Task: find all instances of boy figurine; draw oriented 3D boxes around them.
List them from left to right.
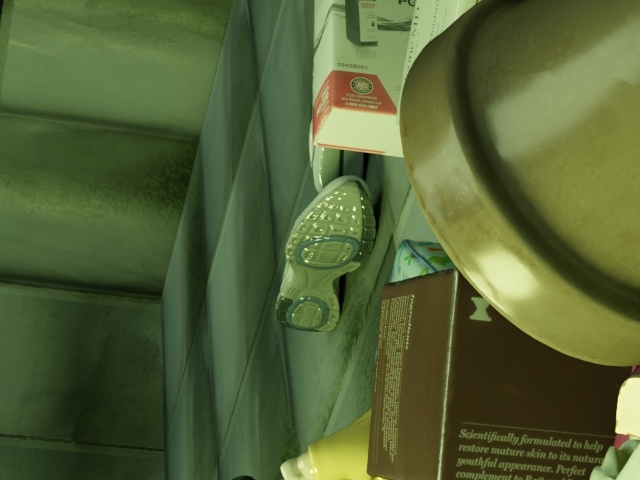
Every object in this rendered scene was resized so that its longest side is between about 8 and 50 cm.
[{"bbox_3d":[0.027,0.187,1.410,0.285,0.177,0.092,-38,73,23],"label":"boy figurine"}]

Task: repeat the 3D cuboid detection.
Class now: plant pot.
[{"bbox_3d":[0.214,-0.086,0.969,0.229,0.263,0.263,-43,39,45],"label":"plant pot"}]

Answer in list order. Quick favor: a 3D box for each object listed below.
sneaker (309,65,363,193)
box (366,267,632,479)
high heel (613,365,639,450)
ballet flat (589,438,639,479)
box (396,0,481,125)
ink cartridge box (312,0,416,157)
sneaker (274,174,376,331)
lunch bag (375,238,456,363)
[{"bbox_3d":[0.021,-0.184,2.125,0.091,0.094,0.258,-137,55,-69],"label":"sneaker"},{"bbox_3d":[0.146,0.117,1.254,0.203,0.168,0.167,159,118,-76],"label":"box"},{"bbox_3d":[0.238,0.163,1.116,0.117,0.082,0.244,-39,-46,-47],"label":"high heel"},{"bbox_3d":[0.234,0.132,0.939,0.139,0.139,0.400,-102,29,-55],"label":"ballet flat"},{"bbox_3d":[0.172,-0.159,1.261,0.119,0.182,0.181,-139,57,-74],"label":"box"},{"bbox_3d":[0.077,-0.210,1.755,0.092,0.158,0.218,117,156,-60],"label":"ink cartridge box"},{"bbox_3d":[0.000,0.000,2.107,0.297,0.111,0.129,116,163,-51],"label":"sneaker"},{"bbox_3d":[0.121,0.102,1.548,0.219,0.090,0.176,-129,48,-71],"label":"lunch bag"}]
